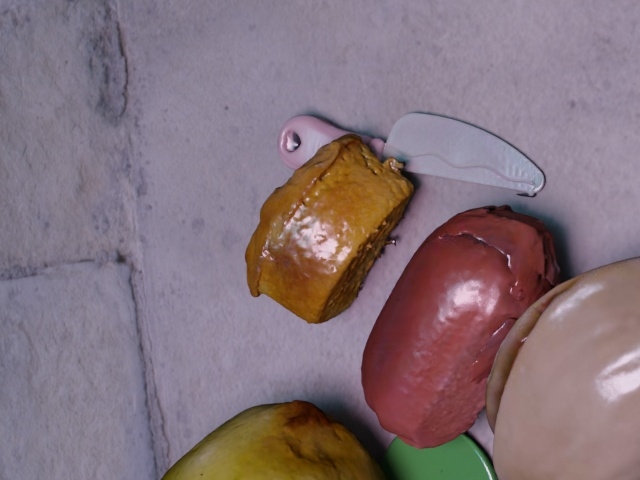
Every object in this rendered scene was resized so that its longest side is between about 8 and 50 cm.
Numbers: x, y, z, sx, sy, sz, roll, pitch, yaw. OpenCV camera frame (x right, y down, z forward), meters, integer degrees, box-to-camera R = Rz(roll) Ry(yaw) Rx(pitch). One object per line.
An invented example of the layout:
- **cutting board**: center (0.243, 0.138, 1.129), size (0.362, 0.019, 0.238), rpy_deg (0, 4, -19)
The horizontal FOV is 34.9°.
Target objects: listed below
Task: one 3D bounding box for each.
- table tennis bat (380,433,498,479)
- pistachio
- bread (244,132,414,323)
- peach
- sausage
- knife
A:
- **table tennis bat**: center (0.150, 0.329, 1.138), size (0.160, 0.039, 0.257), rpy_deg (-33, 69, 36)
- **pistachio**: center (0.264, 0.135, 0.950), size (0.197, 0.166, 0.288), rpy_deg (34, 114, -11)
- **bread**: center (0.000, 0.000, 1.145), size (0.143, 0.139, 0.229), rpy_deg (33, 123, 11)
- **peach**: center (-0.063, 0.347, 1.138), size (0.315, 0.281, 0.314), rpy_deg (-49, 62, 28)
- **sausage**: center (0.142, 0.086, 1.055), size (0.152, 0.152, 0.279), rpy_deg (41, 118, 27)
- **knife**: center (0.098, -0.105, 1.154), size (0.336, 0.043, 0.081), rpy_deg (8, 95, 30)
